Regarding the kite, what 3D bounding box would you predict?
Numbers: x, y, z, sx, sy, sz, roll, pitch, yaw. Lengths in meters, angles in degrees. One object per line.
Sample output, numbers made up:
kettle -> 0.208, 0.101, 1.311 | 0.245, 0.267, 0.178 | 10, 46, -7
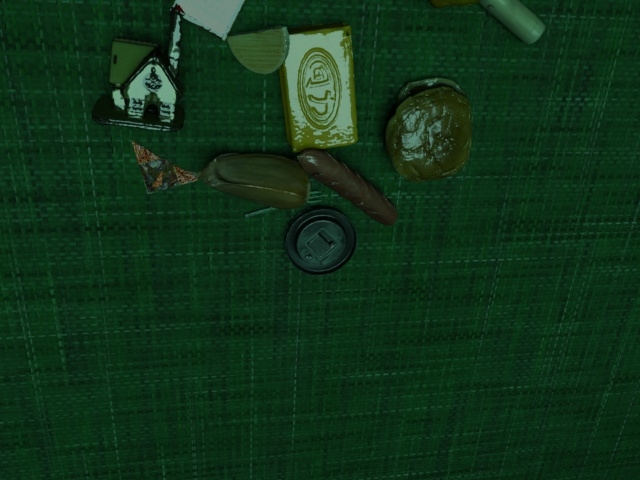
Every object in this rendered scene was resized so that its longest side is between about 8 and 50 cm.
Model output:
kite -> -0.457, -0.179, 1.682 | 0.222, 0.008, 0.125 | 29, 107, -23

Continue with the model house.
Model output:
model house -> -0.433, -0.430, 1.448 | 0.218, 0.205, 0.279 | 3, 117, -14

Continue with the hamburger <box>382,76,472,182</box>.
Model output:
hamburger -> 0.312, -0.308, 1.706 | 0.265, 0.134, 0.285 | -11, 120, -4

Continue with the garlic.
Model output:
garlic -> -0.193, -0.177, 1.638 | 0.338, 0.196, 0.151 | 13, 97, -15

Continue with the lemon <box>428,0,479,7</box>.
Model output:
lemon -> 0.339, -0.717, 1.438 | 0.258, 0.258, 0.310 | 5, 121, -14

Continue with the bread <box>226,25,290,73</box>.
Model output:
bread -> -0.146, -0.481, 1.525 | 0.193, 0.036, 0.112 | 5, 125, 35

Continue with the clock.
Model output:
clock -> 0.000, 0.000, 1.844 | 0.226, 0.049, 0.226 | -4, 117, -8

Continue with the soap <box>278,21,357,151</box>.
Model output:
soap -> -0.004, -0.412, 1.609 | 0.204, 0.096, 0.324 | -10, 118, -6

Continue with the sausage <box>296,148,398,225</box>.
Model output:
sausage -> 0.090, -0.153, 1.722 | 0.433, 0.088, 0.088 | 30, 107, -40

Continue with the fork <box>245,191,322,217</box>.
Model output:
fork -> -0.111, -0.107, 1.783 | 0.235, 0.021, 0.039 | -14, 114, -3

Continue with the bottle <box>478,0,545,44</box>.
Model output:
bottle -> 0.518, -0.619, 1.627 | 0.201, 0.072, 0.072 | 30, 107, -23

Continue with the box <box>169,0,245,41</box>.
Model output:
box -> -0.248, -0.634, 1.462 | 0.153, 0.074, 0.240 | 26, 108, -18
